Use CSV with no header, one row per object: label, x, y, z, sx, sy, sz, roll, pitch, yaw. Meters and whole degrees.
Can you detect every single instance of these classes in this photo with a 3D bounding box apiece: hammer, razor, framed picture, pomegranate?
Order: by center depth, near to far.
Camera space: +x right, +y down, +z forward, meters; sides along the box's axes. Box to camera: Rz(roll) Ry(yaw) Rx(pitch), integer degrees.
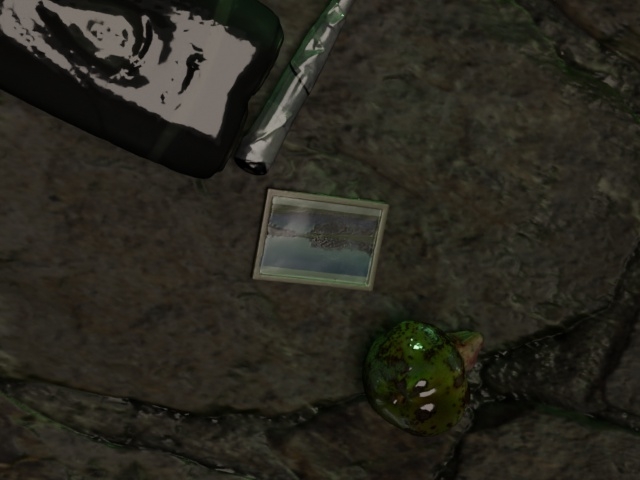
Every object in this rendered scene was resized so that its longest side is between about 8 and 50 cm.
razor,-0.214,-0.211,1.176,0.349,0.113,0.204,26,96,-18
hammer,0.017,-0.264,1.269,0.152,0.044,0.427,30,96,-22
framed picture,0.000,0.000,1.350,0.149,0.011,0.109,6,103,-18
pomegranate,0.130,0.154,1.369,0.163,0.125,0.138,-26,98,-9
